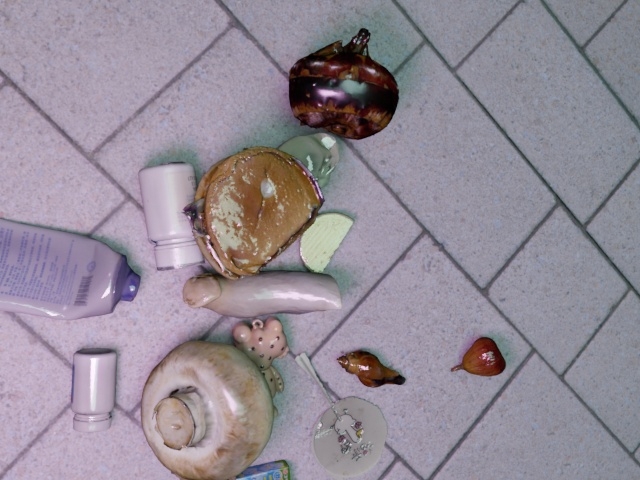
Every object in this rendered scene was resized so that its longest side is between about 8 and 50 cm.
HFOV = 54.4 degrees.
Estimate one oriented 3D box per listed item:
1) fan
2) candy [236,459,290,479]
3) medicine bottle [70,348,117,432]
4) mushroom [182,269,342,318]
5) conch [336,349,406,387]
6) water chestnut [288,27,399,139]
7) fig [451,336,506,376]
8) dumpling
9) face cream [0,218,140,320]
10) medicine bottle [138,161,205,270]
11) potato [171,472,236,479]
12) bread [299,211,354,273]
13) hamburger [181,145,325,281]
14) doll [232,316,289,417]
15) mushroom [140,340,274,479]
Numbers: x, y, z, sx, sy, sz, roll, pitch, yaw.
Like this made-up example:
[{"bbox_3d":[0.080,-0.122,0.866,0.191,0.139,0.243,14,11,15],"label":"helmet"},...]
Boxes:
[{"bbox_3d":[0.044,0.487,1.753,0.233,0.012,0.414,-31,102,-16],"label":"fan"},{"bbox_3d":[-0.176,0.659,1.661,0.195,0.062,0.097,-7,92,-18],"label":"candy"},{"bbox_3d":[-0.554,0.364,1.520,0.103,0.103,0.186,2,90,-17],"label":"medicine bottle"},{"bbox_3d":[-0.155,0.139,1.611,0.397,0.177,0.126,1,88,-13],"label":"mushroom"},{"bbox_3d":[0.146,0.371,1.751,0.233,0.080,0.086,37,88,-15],"label":"conch"},{"bbox_3d":[0.063,-0.410,1.619,0.300,0.300,0.300,0,90,-17],"label":"water chestnut"},{"bbox_3d":[0.470,0.350,1.835,0.153,0.119,0.119,-14,94,-15],"label":"fig"},{"bbox_3d":[-0.053,-0.194,1.661,0.250,0.132,0.162,-34,96,-14],"label":"dumpling"},{"bbox_3d":[-0.645,0.074,1.478,0.420,0.137,0.234,12,66,-13],"label":"face cream"},{"bbox_3d":[-0.367,-0.059,1.557,0.143,0.143,0.258,-9,91,-17],"label":"medicine bottle"},{"bbox_3d":[-0.293,0.583,1.611,0.172,0.089,0.100,13,130,3],"label":"potato"},{"bbox_3d":[-0.001,-0.005,1.729,0.112,0.036,0.193,33,83,-9],"label":"bread"},{"bbox_3d":[-0.161,-0.079,1.494,0.318,0.195,0.276,-39,101,-19],"label":"hamburger"},{"bbox_3d":[-0.164,0.339,1.645,0.154,0.119,0.278,5,98,-15],"label":"doll"},{"bbox_3d":[-0.277,0.409,1.493,0.260,0.352,0.352,-8,93,-62],"label":"mushroom"}]
